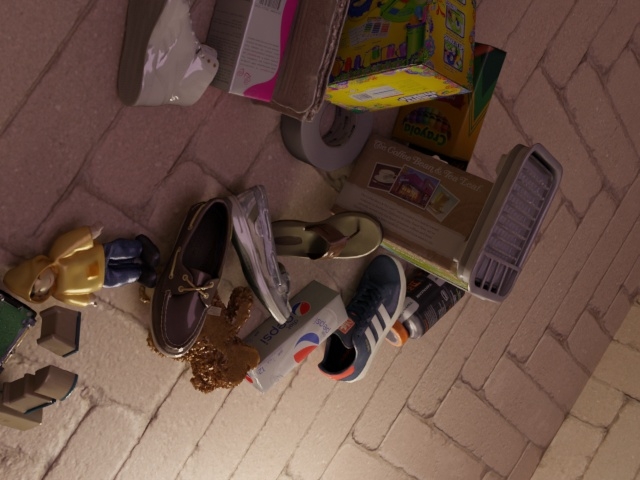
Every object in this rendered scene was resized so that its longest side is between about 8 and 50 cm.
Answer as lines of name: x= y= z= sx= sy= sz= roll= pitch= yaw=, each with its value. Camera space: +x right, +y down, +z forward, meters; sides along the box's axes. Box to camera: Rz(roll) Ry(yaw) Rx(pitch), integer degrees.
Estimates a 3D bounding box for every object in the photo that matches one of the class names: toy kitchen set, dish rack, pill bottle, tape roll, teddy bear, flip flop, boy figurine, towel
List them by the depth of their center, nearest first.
boy figurine: x=-0.439 y=0.048 z=1.650 sx=0.285 sy=0.092 sz=0.177 roll=-8 pitch=122 yaw=-45
toy kitchen set: x=-0.521 y=0.237 z=1.654 sx=0.122 sy=0.207 sz=0.166 roll=35 pitch=41 yaw=-47
towel: x=-0.047 y=-0.386 z=1.757 sx=0.049 sy=0.187 sz=0.282 roll=1 pitch=107 yaw=-50
dish rack: x=0.392 y=-0.039 z=1.887 sx=0.286 sy=0.072 sz=0.332 roll=20 pitch=96 yaw=-60
teddy bear: x=-0.259 y=0.166 z=1.892 sx=0.338 sy=0.113 sz=0.245 roll=48 pitch=67 yaw=-38
flip flop: x=0.000 y=0.000 z=1.945 sx=0.080 sy=0.277 sz=0.112 roll=-70 pitch=156 yaw=-63
tape roll: x=0.017 y=-0.267 z=1.963 sx=0.219 sy=0.072 sz=0.219 roll=-21 pitch=122 yaw=-37
pill bottle: x=0.262 y=0.174 z=2.376 sx=0.246 sy=0.130 sz=0.130 roll=-40 pitch=133 yaw=-25

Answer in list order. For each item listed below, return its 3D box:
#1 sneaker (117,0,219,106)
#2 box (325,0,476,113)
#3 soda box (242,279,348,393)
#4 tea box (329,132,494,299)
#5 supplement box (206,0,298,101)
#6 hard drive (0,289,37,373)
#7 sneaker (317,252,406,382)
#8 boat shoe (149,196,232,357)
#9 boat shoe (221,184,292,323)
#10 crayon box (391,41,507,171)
sneaker: x=-0.257 y=-0.382 z=1.620 sx=0.169 sy=0.108 sz=0.292 roll=-4 pitch=122 yaw=-45
box: x=0.142 y=-0.429 z=1.787 sx=0.177 sy=0.290 sz=0.279 roll=15 pitch=76 yaw=-47
soda box: x=-0.071 y=0.223 z=2.094 sx=0.286 sy=0.098 sz=0.091 roll=-40 pitch=133 yaw=-25
tea box: x=0.255 y=-0.052 z=2.069 sx=0.220 sy=0.329 sz=0.323 roll=-61 pitch=150 yaw=-3
supplement box: x=-0.139 y=-0.391 z=1.717 sx=0.111 sy=0.114 sz=0.220 roll=6 pitch=104 yaw=-47
hard drive: x=-0.668 y=0.143 z=1.488 sx=0.236 sy=0.064 sz=0.339 roll=-56 pitch=137 yaw=-8
sneaker: x=0.096 y=0.195 z=2.221 sx=0.148 sy=0.131 sz=0.349 roll=8 pitch=103 yaw=-51
boat shoe: x=-0.249 y=0.067 z=1.750 sx=0.117 sy=0.097 sz=0.324 roll=23 pitch=66 yaw=-19
boat shoe: x=-0.118 y=0.036 z=1.914 sx=0.103 sy=0.118 sz=0.320 roll=-26 pitch=113 yaw=-13
crayon box: x=0.294 y=-0.318 z=2.116 sx=0.081 sy=0.202 sz=0.318 roll=7 pitch=103 yaw=-46
